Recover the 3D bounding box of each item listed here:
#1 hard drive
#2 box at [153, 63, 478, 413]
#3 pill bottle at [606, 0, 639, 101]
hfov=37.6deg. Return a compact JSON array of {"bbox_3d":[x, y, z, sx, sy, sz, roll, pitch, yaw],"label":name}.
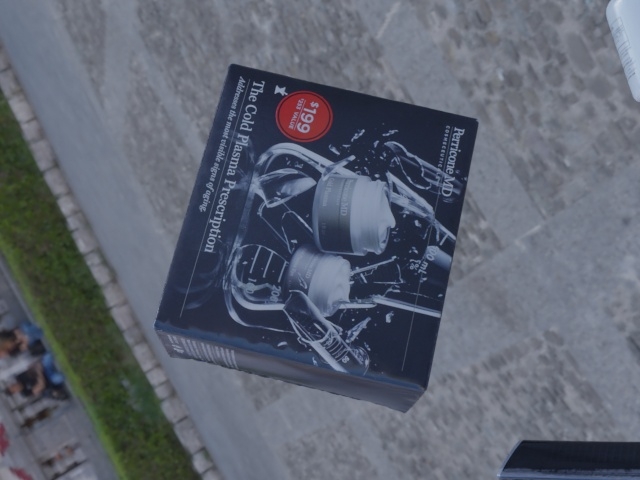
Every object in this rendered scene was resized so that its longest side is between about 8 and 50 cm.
[{"bbox_3d":[0.298,0.269,0.948,0.172,0.054,0.254,-7,142,33],"label":"hard drive"},{"bbox_3d":[0.000,0.000,1.149,0.312,0.343,0.179,13,162,1],"label":"box"},{"bbox_3d":[0.524,-0.345,1.479,0.131,0.131,0.229,139,117,-69],"label":"pill bottle"}]
